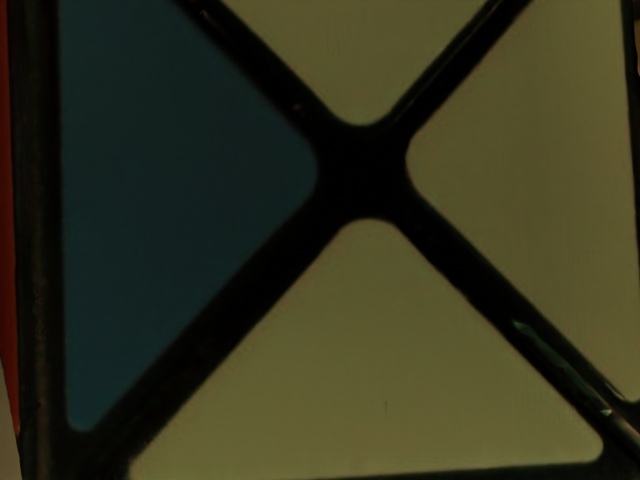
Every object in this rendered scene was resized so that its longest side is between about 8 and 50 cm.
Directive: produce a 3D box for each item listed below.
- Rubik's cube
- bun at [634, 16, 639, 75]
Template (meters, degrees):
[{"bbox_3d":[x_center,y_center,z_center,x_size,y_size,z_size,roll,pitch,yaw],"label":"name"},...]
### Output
[{"bbox_3d":[-0.024,-0.010,0.699,0.246,0.250,0.248,-2,175,-17],"label":"Rubik's cube"},{"bbox_3d":[0.233,-0.058,0.912,0.231,0.133,0.231,22,-178,-1],"label":"bun"}]
